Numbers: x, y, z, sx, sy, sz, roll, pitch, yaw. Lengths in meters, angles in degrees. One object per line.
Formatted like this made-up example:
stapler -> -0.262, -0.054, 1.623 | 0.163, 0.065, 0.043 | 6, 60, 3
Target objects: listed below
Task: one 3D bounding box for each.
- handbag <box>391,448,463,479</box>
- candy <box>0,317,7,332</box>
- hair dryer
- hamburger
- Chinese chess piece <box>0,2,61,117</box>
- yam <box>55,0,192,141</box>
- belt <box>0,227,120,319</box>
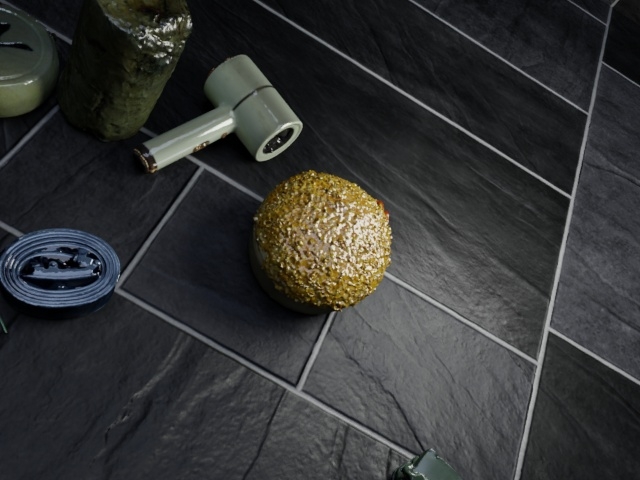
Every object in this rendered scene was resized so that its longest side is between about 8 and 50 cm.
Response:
handbag -> 0.192, 0.527, 1.072 | 0.260, 0.079, 0.247 | 45, 54, 6
candy -> -0.532, 0.095, 1.029 | 0.035, 0.035, 0.123 | -27, 82, 12
hair dryer -> -0.233, -0.224, 1.300 | 0.362, 0.128, 0.203 | -33, 80, -27
hamburger -> 0.000, 0.000, 1.225 | 0.276, 0.179, 0.294 | 25, 55, -10
Chinese chess piece -> -0.615, -0.345, 1.204 | 0.237, 0.092, 0.238 | 11, 57, -18
yam -> -0.371, -0.348, 1.197 | 0.195, 0.300, 0.195 | 19, 51, -24
belt -> -0.436, 0.056, 1.058 | 0.190, 0.082, 0.141 | 0, 65, -25
